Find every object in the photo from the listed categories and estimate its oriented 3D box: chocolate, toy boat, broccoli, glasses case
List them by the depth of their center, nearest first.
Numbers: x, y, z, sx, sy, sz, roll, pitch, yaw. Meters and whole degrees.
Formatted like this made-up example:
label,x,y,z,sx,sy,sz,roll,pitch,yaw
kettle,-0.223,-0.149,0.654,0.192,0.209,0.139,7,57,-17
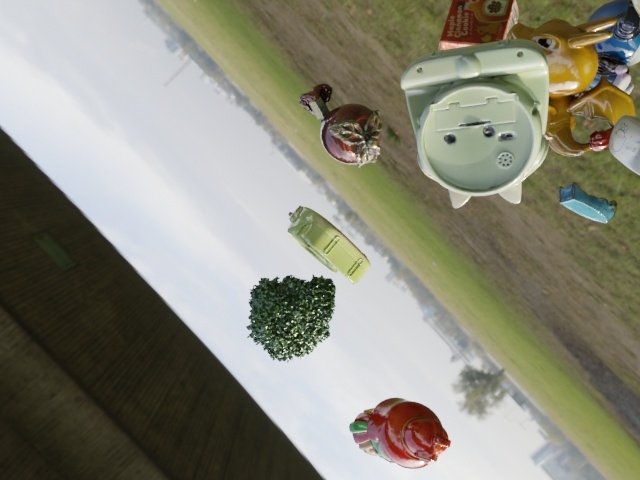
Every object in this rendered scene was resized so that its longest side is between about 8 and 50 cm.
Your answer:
label,x,y,z,sx,sy,sz,roll,pitch,yaw
glasses case,0.563,-0.169,1.047,0.049,0.076,0.197,11,-154,1
broccoli,-0.070,0.140,1.246,0.194,0.220,0.194,52,161,25
toy boat,0.761,-0.111,1.664,0.186,0.077,0.075,24,163,-13
chocolate,0.524,-0.707,1.976,0.235,0.237,0.108,14,165,22

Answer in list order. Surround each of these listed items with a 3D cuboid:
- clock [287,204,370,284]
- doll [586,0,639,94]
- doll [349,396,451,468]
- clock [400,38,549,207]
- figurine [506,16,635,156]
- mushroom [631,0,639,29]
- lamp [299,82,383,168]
label,x,y,z,sx,sy,sz,roll,pitch,yaw
clock,0.000,0.000,1.743,0.235,0.096,0.308,42,176,-31
doll,0.998,-0.655,1.996,0.240,0.309,0.284,24,-166,14
doll,0.209,0.475,1.464,0.183,0.160,0.363,24,163,-17
clock,0.307,-0.210,1.143,0.108,0.265,0.324,-56,-43,-59
figurine,0.692,-0.425,1.691,0.268,0.401,0.387,-101,3,-60
mushroom,0.502,-0.385,0.871,0.223,0.092,0.081,45,-134,-61
lamp,0.052,-0.278,1.472,0.223,0.151,0.215,6,135,40
